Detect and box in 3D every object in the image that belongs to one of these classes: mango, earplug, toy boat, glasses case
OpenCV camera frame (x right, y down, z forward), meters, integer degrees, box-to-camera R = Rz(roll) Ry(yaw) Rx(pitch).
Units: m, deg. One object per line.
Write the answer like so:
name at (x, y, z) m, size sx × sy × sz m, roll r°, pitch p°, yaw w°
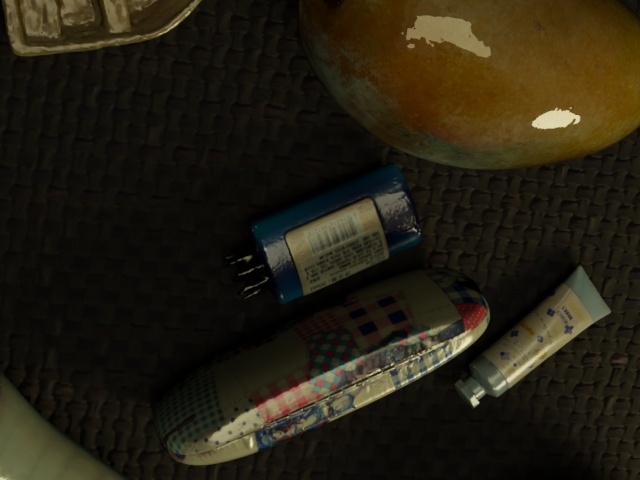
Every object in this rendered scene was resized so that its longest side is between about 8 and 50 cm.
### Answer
mango at (0.150, -0.161, 1.692) m, size 0.384 × 0.221 × 0.199 m, roll 11°, pitch 69°, yaw -37°
earplug at (-0.238, 0.261, 1.744) m, size 0.185 × 0.185 × 0.324 m, roll -49°, pitch 123°, yaw 3°
toy boat at (-0.181, -0.226, 1.637) m, size 0.188 × 0.061 × 0.116 m, roll -10°, pitch 110°, yaw -15°
glasses case at (0.001, 0.114, 1.782) m, size 0.327 × 0.125 × 0.076 m, roll -25°, pitch 114°, yaw -9°

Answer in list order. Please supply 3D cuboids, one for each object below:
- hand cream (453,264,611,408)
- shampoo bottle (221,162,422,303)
hand cream at (0.205, 0.100, 1.890) m, size 0.170 × 0.043 × 0.065 m, roll -38°, pitch 116°, yaw -5°
shampoo bottle at (0.000, 0.000, 1.783) m, size 0.183 × 0.050 × 0.087 m, roll -24°, pitch 117°, yaw -10°
